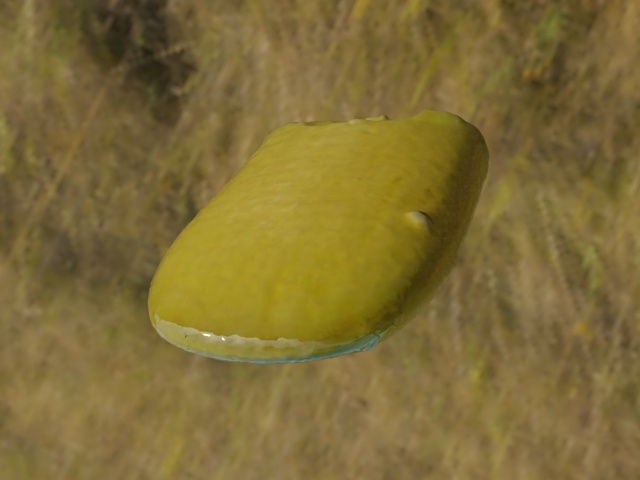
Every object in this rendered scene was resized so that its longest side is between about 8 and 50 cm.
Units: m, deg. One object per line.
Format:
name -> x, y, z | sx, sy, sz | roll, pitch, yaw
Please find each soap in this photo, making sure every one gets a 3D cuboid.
soap -> 0.001, 0.002, 1.836 | 0.306, 0.427, 0.115 | 7, 123, 21
